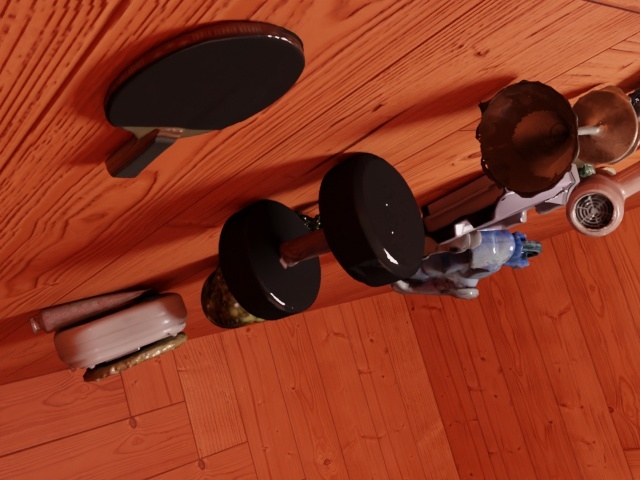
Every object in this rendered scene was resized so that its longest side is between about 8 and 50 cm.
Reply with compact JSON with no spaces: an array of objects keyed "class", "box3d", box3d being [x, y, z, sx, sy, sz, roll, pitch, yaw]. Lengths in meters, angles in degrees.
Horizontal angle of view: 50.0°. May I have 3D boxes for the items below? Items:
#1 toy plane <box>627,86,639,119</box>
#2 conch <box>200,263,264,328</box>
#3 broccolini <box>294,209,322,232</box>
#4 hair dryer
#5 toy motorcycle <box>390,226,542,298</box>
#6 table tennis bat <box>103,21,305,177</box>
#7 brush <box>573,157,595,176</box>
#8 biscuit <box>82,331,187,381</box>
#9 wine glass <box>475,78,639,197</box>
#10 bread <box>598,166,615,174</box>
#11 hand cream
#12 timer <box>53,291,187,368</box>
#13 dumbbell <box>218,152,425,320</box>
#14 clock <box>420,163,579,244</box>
[{"class":"toy plane","box3d":[0.405,-0.171,0.853,0.078,0.053,0.197,-6,168,-13]},{"class":"conch","box3d":[-0.132,0.081,1.237,0.187,0.124,0.181,-40,173,-29]},{"class":"broccolini","box3d":[0.070,-0.033,1.055,0.271,0.062,0.123,-2,179,-40]},{"class":"hair dryer","box3d":[0.629,-0.138,1.299,0.344,0.107,0.189,-36,179,28]},{"class":"toy motorcycle","box3d":[0.290,0.046,1.463,0.319,0.182,0.241,-15,-171,37]},{"class":"table tennis bat","box3d":[-0.100,-0.095,0.499,0.130,0.019,0.220,-6,165,-43]},{"class":"brush","box3d":[0.478,-0.135,1.272,0.034,0.028,0.190,-24,168,30]},{"class":"biscuit","box3d":[-0.359,0.224,1.329,0.219,0.033,0.220,-21,-178,1]},{"class":"wine glass","box3d":[0.268,-0.120,0.749,0.183,0.122,0.122,-17,174,-42]},{"class":"bread","box3d":[0.557,-0.123,1.489,0.153,0.028,0.068,-21,170,33]},{"class":"hand cream","box3d":[-0.407,0.119,1.224,0.209,0.043,0.067,-18,179,-23]},{"class":"timer","box3d":[-0.377,0.169,1.300,0.237,0.087,0.262,-21,-177,-21]},{"class":"dumbbell","box3d":[0.000,0.000,0.835,0.218,0.152,0.152,-21,170,32]},{"class":"clock","box3d":[0.309,-0.065,1.220,0.186,0.083,0.253,-11,170,-29]}]
